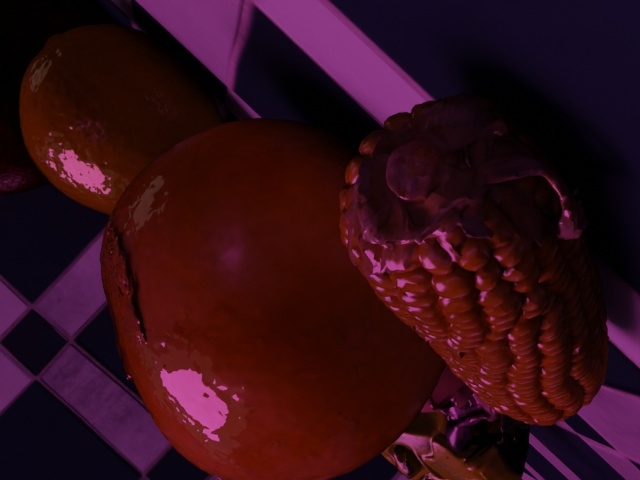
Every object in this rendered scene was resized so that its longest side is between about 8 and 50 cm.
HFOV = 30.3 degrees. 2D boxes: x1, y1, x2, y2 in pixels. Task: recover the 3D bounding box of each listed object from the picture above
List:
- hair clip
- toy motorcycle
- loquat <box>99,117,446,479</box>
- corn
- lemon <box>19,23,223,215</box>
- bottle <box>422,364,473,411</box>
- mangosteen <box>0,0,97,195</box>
[{"bbox_3d":[0.120,0.119,1.211,0.187,0.056,0.146,50,152,4],"label":"hair clip"},{"bbox_3d":[0.113,0.183,1.352,0.342,0.206,0.142,52,-151,3],"label":"toy motorcycle"},{"bbox_3d":[-0.036,0.044,0.832,0.263,0.263,0.263,42,175,5],"label":"loquat"},{"bbox_3d":[0.091,0.021,0.581,0.106,0.106,0.293,40,177,29],"label":"corn"},{"bbox_3d":[-0.191,-0.110,1.158,0.248,0.184,0.184,41,175,12],"label":"lemon"},{"bbox_3d":[0.051,0.070,1.053,0.237,0.147,0.147,28,167,39],"label":"bottle"},{"bbox_3d":[-0.383,-0.188,1.403,0.297,0.297,0.293,41,172,21],"label":"mangosteen"}]
